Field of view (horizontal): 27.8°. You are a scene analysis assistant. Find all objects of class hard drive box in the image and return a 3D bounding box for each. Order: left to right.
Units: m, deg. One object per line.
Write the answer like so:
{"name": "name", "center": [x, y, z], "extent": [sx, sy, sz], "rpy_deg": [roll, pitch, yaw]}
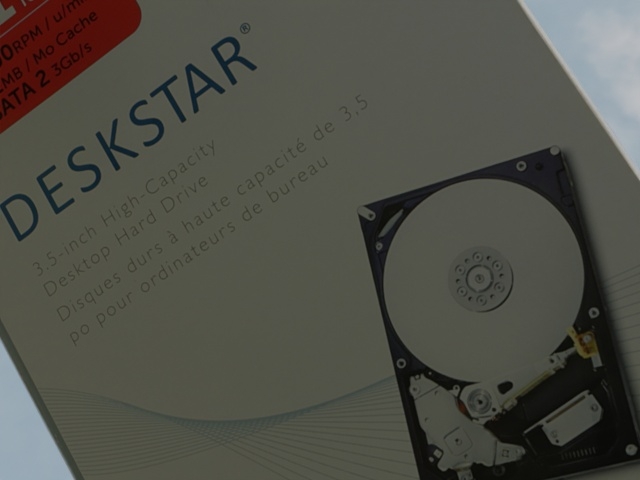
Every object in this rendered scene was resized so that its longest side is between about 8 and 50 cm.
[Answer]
{"name": "hard drive box", "center": [0.000, 0.000, 0.388], "extent": [0.181, 0.089, 0.232], "rpy_deg": [-35, -104, 13]}
